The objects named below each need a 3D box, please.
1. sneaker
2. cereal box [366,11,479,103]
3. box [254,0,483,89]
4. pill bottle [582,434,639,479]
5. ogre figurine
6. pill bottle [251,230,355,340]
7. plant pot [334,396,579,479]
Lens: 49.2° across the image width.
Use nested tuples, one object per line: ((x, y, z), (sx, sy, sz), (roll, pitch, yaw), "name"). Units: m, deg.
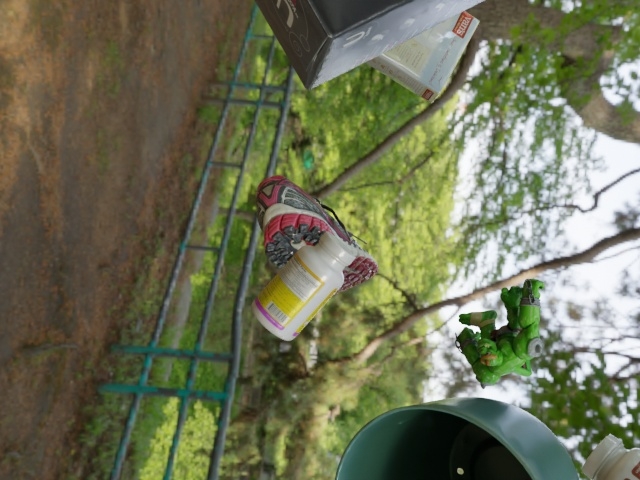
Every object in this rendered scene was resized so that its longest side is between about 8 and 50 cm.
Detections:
((0.000, 0.000, 1.072), (0.299, 0.120, 0.112), (49, 18, -58), "sneaker")
((0.132, -0.366, 1.191), (0.173, 0.240, 0.047), (-59, -175, -19), "cereal box")
((0.071, -0.297, 0.697), (0.165, 0.270, 0.143), (59, -12, 1), "box")
((0.591, 0.457, 1.261), (0.216, 0.121, 0.121), (39, -38, 36), "pill bottle")
((0.288, 0.152, 1.100), (0.097, 0.197, 0.118), (29, 42, -38), "ogre figurine")
((-0.012, 0.034, 0.536), (0.083, 0.043, 0.043), (-48, -176, 8), "pill bottle")
((0.201, 0.336, 0.903), (0.235, 0.293, 0.293), (-2, 97, -54), "plant pot")
